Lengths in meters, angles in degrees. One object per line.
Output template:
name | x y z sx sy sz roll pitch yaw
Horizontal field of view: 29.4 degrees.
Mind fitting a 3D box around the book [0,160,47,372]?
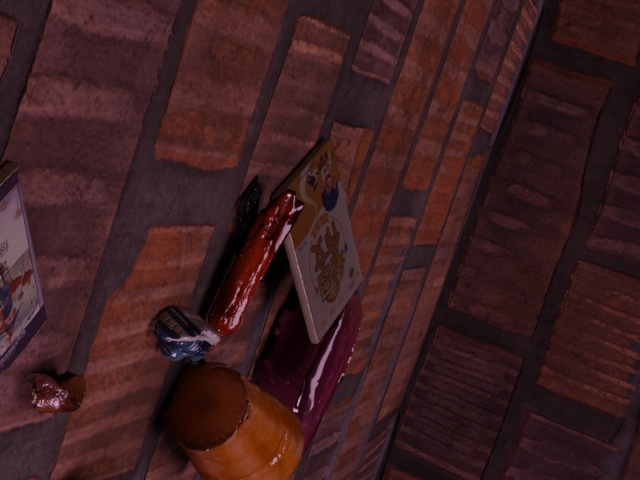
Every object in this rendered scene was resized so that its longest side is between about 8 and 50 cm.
book | -0.336 0.053 1.227 0.157 0.026 0.231 -55 158 -41

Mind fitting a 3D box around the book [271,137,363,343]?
book | 0.000 0.000 2.104 0.208 0.020 0.296 -53 137 -47

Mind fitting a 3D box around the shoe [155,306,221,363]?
shoe | -0.199 0.140 1.739 0.071 0.064 0.143 -52 160 5

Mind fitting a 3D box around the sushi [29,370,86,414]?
sushi | -0.309 0.179 1.426 0.120 0.055 0.052 49 51 -84

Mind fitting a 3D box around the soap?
soap | -0.025 0.224 2.292 0.220 0.127 0.325 70 42 -69

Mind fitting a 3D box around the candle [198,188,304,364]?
candle | -0.113 0.055 1.868 0.302 0.059 0.084 -62 151 -5

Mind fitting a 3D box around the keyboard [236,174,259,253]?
keyboard | -0.109 -0.011 1.917 0.196 0.015 0.074 94 22 -46

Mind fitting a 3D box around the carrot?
carrot | -0.153 0.294 1.932 0.196 0.196 0.254 -64 152 -18
